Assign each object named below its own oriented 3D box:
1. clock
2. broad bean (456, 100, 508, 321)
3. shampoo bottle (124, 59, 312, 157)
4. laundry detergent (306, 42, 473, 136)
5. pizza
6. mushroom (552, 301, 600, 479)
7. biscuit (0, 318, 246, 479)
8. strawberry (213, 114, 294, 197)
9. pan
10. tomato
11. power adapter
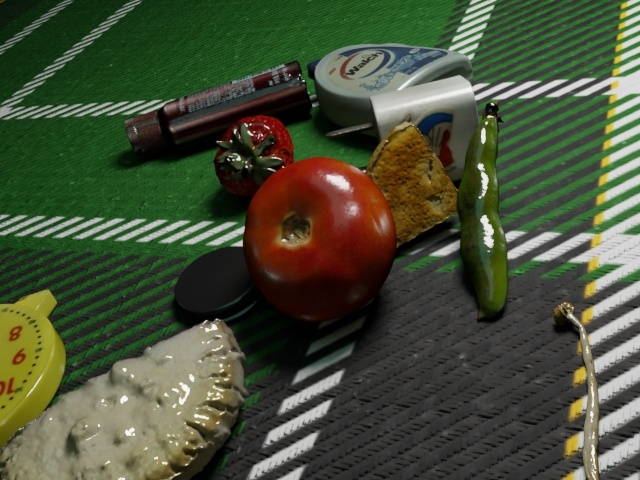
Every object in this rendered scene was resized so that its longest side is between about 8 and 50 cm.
[{"bbox_3d":[-0.458,0.173,0.902,0.277,0.071,0.293,-21,37,-6],"label":"clock"},{"bbox_3d":[0.193,-0.039,0.886,0.060,0.043,0.298,-14,57,32],"label":"broad bean"},{"bbox_3d":[-0.180,-0.228,1.299,0.322,0.084,0.129,-19,35,0],"label":"shampoo bottle"},{"bbox_3d":[0.091,-0.268,1.226,0.214,0.105,0.280,-35,39,-22],"label":"laundry detergent"},{"bbox_3d":[0.115,-0.057,0.940,0.134,0.175,0.046,22,5,-6],"label":"pizza"},{"bbox_3d":[0.250,0.160,0.682,0.028,0.026,0.286,-21,35,23],"label":"mushroom"},{"bbox_3d":[-0.184,0.191,0.760,0.281,0.084,0.179,-33,39,-21],"label":"biscuit"},{"bbox_3d":[-0.097,-0.123,1.120,0.131,0.148,0.131,-2,81,11],"label":"strawberry"},{"bbox_3d":[-0.103,0.025,0.986,0.136,0.028,0.235,14,47,34],"label":"pan"},{"bbox_3d":[0.000,0.000,0.868,0.195,0.136,0.195,-7,73,26],"label":"tomato"},{"bbox_3d":[0.111,-0.137,1.013,0.204,0.130,0.125,-14,19,5],"label":"power adapter"}]
